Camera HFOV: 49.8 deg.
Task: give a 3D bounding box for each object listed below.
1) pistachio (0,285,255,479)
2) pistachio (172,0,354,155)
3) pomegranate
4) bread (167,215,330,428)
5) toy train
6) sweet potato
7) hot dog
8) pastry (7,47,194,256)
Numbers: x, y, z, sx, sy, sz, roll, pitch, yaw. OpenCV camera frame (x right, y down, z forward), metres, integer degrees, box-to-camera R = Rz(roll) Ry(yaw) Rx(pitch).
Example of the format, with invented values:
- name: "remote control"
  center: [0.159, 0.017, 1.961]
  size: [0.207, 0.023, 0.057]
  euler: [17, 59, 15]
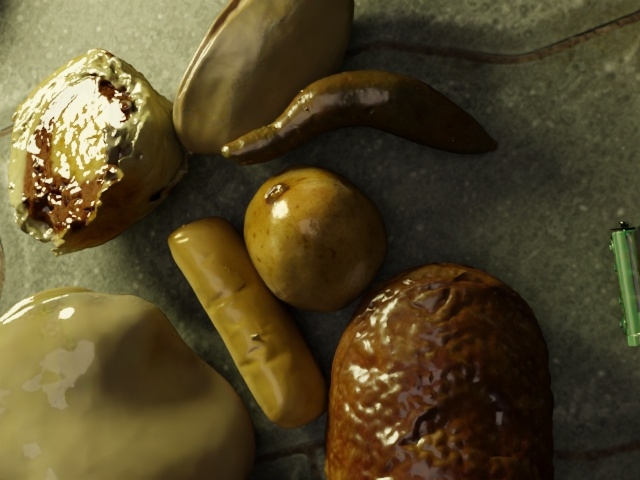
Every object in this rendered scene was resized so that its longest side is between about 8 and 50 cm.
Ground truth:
- name: "pistachio"
  center: [-0.268, 0.272, 0.865]
  size: [0.366, 0.281, 0.445]
  euler: [-15, 91, -15]
- name: "pistachio"
  center: [-0.073, -0.226, 0.874]
  size: [0.293, 0.182, 0.162]
  euler: [-49, 53, 11]
- name: "pomegranate"
  center: [0.000, 0.000, 0.858]
  size: [0.196, 0.196, 0.196]
  euler: [0, 89, 16]
- name: "bread"
  center: [-0.088, 0.099, 0.893]
  size: [0.091, 0.142, 0.305]
  euler: [-31, 80, -5]
- name: "toy train"
  center: [0.363, 0.050, 0.799]
  size: [0.038, 0.071, 0.147]
  euler: [-8, 87, 16]
- name: "sweet potato"
  center: [0.053, -0.149, 0.824]
  size: [0.346, 0.079, 0.108]
  euler: [-4, 104, -8]
- name: "hot dog"
  center: [0.137, 0.219, 0.791]
  size: [0.267, 0.174, 0.387]
  euler: [3, 74, 3]
- name: "pastry"
  center: [-0.297, -0.114, 0.948]
  size: [0.256, 0.170, 0.236]
  euler: [-41, 58, 20]
